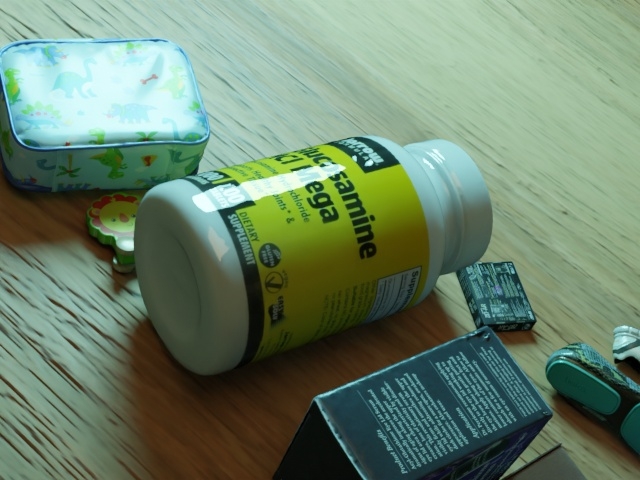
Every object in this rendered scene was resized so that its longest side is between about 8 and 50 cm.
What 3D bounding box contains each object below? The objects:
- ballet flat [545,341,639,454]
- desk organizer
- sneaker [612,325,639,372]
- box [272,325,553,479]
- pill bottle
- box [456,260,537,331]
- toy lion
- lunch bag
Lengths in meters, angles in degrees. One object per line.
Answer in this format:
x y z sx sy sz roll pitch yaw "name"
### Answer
0.325 0.170 1.248 0.188 0.070 0.070 39 50 9 "ballet flat"
0.194 0.250 1.144 0.130 0.047 0.050 -22 65 -33 "desk organizer"
0.371 0.133 1.315 0.109 0.040 0.043 19 64 1 "sneaker"
0.081 0.187 1.084 0.207 0.153 0.108 -20 62 -30 "box"
0.000 0.000 1.184 0.334 0.188 0.188 -17 59 -30 "pill bottle"
0.194 0.062 1.316 0.067 0.018 0.083 -2 53 -21 "box"
-0.189 -0.014 1.235 0.100 0.034 0.096 -7 48 -25 "toy lion"
-0.236 -0.139 1.278 0.219 0.090 0.176 -5 55 -23 "lunch bag"
